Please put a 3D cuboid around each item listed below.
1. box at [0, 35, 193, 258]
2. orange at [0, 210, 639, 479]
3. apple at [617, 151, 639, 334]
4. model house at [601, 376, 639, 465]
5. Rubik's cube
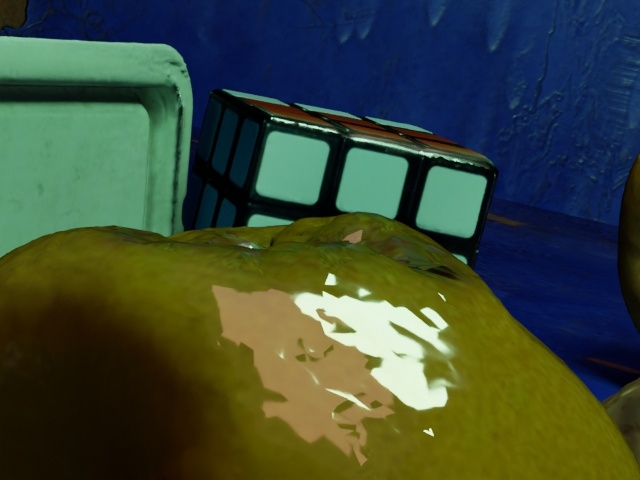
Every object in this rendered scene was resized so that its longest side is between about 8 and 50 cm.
[{"bbox_3d":[-0.227,-0.035,1.166,0.182,0.175,0.312,6,6,26],"label":"box"},{"bbox_3d":[-0.017,0.081,0.529,0.249,0.183,0.249,11,9,-2],"label":"orange"},{"bbox_3d":[0.366,0.004,1.416,0.275,0.299,0.299,-6,13,-19],"label":"apple"},{"bbox_3d":[0.225,0.055,0.761,0.329,0.251,0.295,7,-18,-14],"label":"model house"},{"bbox_3d":[0.000,0.000,1.273,0.163,0.162,0.160,9,9,-17],"label":"Rubik's cube"}]
